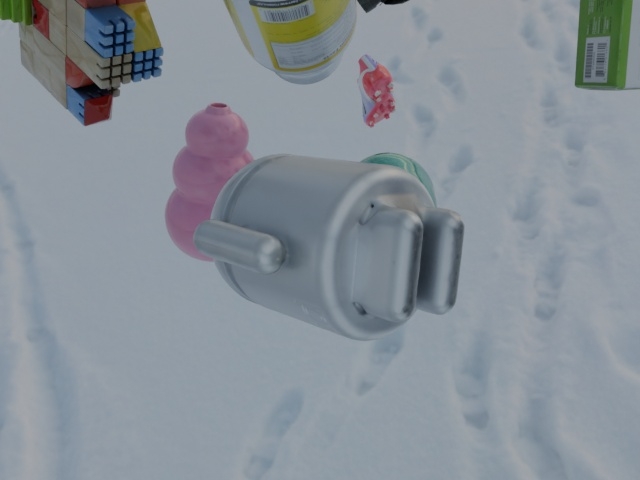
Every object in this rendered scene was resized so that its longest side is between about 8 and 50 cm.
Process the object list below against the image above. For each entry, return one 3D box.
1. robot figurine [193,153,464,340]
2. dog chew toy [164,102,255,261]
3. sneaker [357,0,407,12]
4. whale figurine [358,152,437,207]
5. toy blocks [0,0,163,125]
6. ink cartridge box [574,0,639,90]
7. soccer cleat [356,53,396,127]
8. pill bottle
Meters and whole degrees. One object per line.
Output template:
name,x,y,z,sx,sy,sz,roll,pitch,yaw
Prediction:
robot figurine,0.000,0.000,0.829,0.300,0.199,0.354,2,8,-43
dog chew toy,-0.221,-0.124,1.438,0.207,0.331,0.206,6,27,-3
sneaker,0.091,-0.428,1.103,0.089,0.051,0.170,-32,51,21
whale figurine,0.143,-0.070,1.166,0.216,0.141,0.272,21,7,-21
toy blocks,-0.336,-0.328,1.001,0.191,0.381,0.261,-27,58,-39
ink cartridge box,0.553,-0.344,1.110,0.256,0.188,0.097,-7,15,-21
soccer cleat,0.125,-0.344,1.595,0.083,0.095,0.248,-30,-12,-3
pill bottle,-0.023,-0.196,0.548,0.103,0.103,0.184,-17,-11,2
